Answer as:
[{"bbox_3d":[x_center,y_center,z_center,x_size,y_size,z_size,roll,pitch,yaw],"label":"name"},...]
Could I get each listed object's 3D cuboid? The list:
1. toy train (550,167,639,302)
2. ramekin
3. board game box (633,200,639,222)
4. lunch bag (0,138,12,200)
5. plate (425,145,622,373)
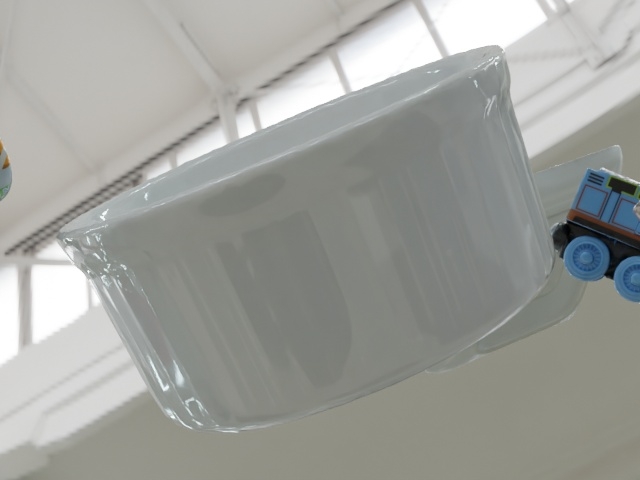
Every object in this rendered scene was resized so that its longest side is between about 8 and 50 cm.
[{"bbox_3d":[0.303,0.007,1.228,0.184,0.080,0.105,23,-86,14],"label":"toy train"},{"bbox_3d":[0.000,0.000,0.781,0.277,0.277,0.135,-22,-82,5],"label":"ramekin"},{"bbox_3d":[0.301,0.085,0.563,0.141,0.232,0.291,-39,-53,13],"label":"board game box"},{"bbox_3d":[-0.404,-0.129,1.139,0.243,0.115,0.303,-24,-84,38],"label":"lunch bag"},{"bbox_3d":[0.267,0.034,1.691,0.278,0.045,0.277,-18,-46,-35],"label":"plate"}]
